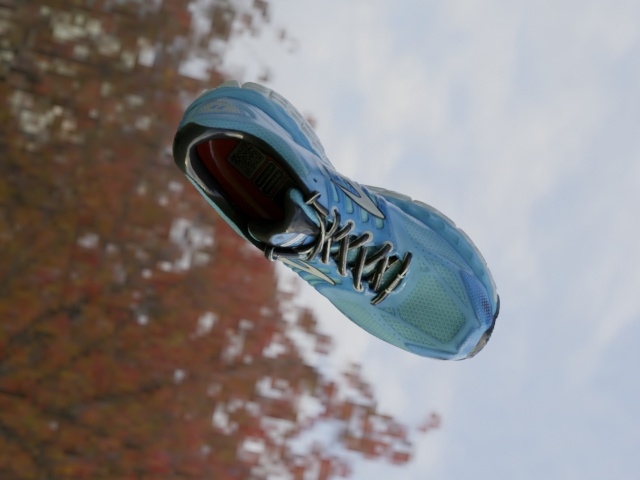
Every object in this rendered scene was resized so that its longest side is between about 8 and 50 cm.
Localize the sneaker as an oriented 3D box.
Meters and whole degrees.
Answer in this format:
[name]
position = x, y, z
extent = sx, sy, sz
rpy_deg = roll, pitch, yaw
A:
[sneaker]
position = 0.000, 0.000, 0.790
extent = 0.063, 0.162, 0.073
rpy_deg = -56, 174, 19
